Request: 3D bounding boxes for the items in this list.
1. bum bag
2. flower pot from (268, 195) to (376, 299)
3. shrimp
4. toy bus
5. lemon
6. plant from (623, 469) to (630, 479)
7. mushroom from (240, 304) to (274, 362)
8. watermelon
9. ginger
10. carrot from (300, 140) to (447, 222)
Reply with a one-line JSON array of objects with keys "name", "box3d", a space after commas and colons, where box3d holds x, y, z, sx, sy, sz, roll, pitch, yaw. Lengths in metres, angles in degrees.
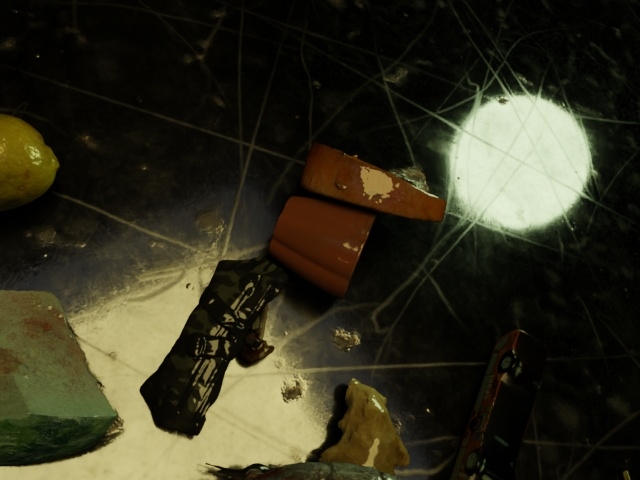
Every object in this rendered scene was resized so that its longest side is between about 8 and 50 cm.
[{"name": "bum bag", "box3d": [-0.189, 0.165, 0.944, 0.143, 0.095, 0.341, 22, 70, 21]}, {"name": "flower pot", "box3d": [0.000, 0.000, 1.053, 0.173, 0.191, 0.191, 22, 62, 2]}, {"name": "shrimp", "box3d": [-0.020, 0.394, 0.808, 0.342, 0.145, 0.116, 10, 26, 5]}, {"name": "toy bus", "box3d": [0.343, 0.366, 1.049, 0.093, 0.092, 0.409, 34, 62, -4]}, {"name": "lemon", "box3d": [-0.569, -0.134, 0.927, 0.207, 0.170, 0.170, -20, 75, -26]}, {"name": "plant", "box3d": [0.629, 0.536, 1.095, 0.122, 0.104, 0.117, -55, 132, -58]}, {"name": "mushroom", "box3d": [-0.117, 0.140, 1.020, 0.061, 0.060, 0.187, 43, 41, -47]}, {"name": "watermelon", "box3d": [-0.473, 0.191, 0.802, 0.386, 0.228, 0.259, 13, 55, -3]}, {"name": "ginger", "box3d": [0.078, 0.456, 0.911, 0.363, 0.122, 0.348, 37, 70, 11]}, {"name": "carrot", "box3d": [0.114, -0.109, 1.094, 0.307, 0.258, 0.100, 15, 101, -11]}]
